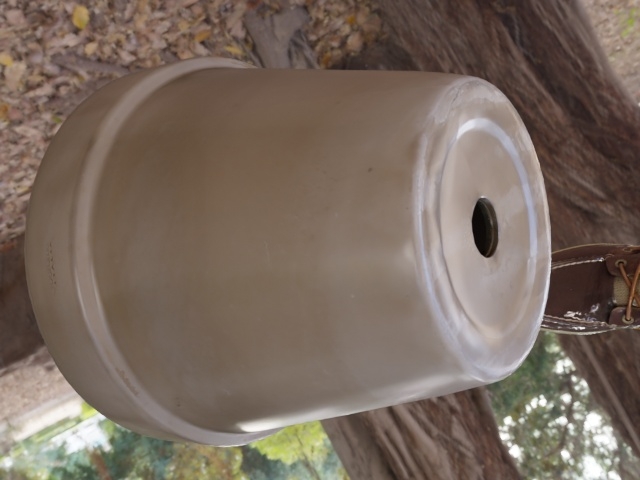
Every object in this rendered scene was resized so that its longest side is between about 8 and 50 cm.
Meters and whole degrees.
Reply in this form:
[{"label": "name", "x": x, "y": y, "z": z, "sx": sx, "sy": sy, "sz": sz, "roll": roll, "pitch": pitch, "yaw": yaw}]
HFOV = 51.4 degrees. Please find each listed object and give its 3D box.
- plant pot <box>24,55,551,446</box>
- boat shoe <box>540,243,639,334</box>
[{"label": "plant pot", "x": 0.000, "y": 0.000, "z": 0.496, "sx": 0.280, "sy": 0.323, "sz": 0.323, "roll": -6, "pitch": -168, "yaw": 40}, {"label": "boat shoe", "x": 0.417, "y": 0.057, "z": 0.851, "sx": 0.341, "sy": 0.123, "sz": 0.123, "roll": -1, "pitch": 170, "yaw": 7}]
